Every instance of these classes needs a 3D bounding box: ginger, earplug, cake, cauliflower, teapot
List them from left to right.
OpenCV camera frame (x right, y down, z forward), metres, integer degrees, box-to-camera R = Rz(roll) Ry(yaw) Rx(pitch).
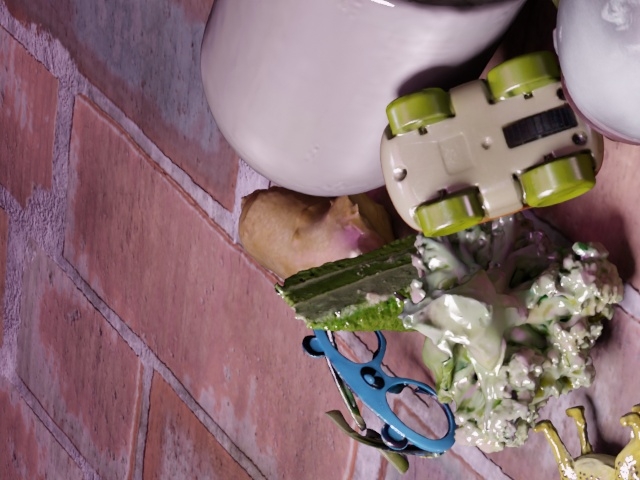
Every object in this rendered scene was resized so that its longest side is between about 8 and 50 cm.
[{"bbox_3d":[0.000,0.000,2.351,0.267,0.138,0.152,6,93,43],"label":"ginger"},{"bbox_3d":[0.029,-0.233,2.060,0.313,0.312,0.394,60,144,26],"label":"earplug"},{"bbox_3d":[0.068,0.073,2.179,0.100,0.235,0.099,50,149,46],"label":"cake"},{"bbox_3d":[0.174,0.088,1.970,0.239,0.315,0.256,16,90,28],"label":"cauliflower"},{"bbox_3d":[0.359,-0.187,1.689,0.315,0.233,0.312,36,143,10],"label":"teapot"}]

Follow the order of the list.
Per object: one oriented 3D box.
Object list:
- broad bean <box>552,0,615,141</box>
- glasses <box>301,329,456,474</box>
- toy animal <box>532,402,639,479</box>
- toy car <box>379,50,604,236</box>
[{"bbox_3d":[0.298,-0.203,1.892,0.153,0.072,0.207,-2,111,61],"label":"broad bean"},{"bbox_3d":[0.070,0.193,2.348,0.239,0.102,0.207,48,166,17],"label":"glasses"},{"bbox_3d":[0.319,0.242,2.009,0.181,0.073,0.136,-12,98,45],"label":"toy animal"},{"bbox_3d":[0.181,-0.086,1.963,0.235,0.235,0.145,-31,73,56],"label":"toy car"}]
